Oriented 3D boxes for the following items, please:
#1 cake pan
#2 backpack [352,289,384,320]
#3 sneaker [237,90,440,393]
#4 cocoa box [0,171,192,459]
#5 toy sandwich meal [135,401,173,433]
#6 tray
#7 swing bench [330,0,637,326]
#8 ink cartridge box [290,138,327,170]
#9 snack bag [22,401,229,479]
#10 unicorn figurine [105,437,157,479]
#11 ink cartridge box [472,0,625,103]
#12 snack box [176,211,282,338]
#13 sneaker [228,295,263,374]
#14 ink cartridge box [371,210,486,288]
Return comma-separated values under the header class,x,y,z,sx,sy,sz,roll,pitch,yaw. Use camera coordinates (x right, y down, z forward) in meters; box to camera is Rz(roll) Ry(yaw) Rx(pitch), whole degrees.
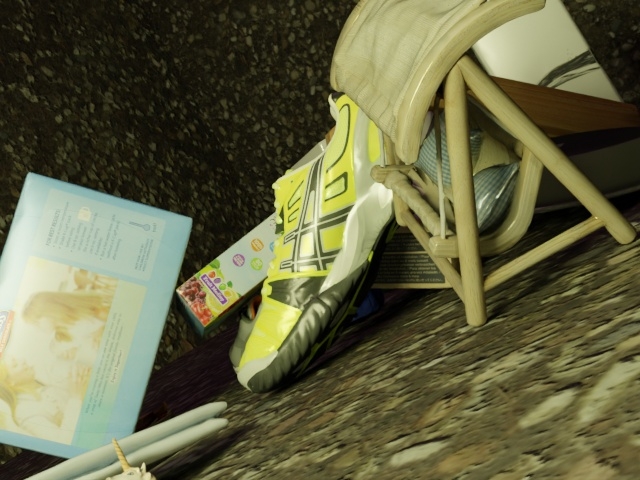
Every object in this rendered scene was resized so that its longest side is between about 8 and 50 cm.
class,x,y,z,sx,sy,sz,roll,pitch,yaw
cake pan,0.275,-0.085,1.112,0.293,0.054,0.293,-12,9,2
backpack,0.030,0.062,1.352,0.101,0.120,0.098,-17,-9,-45
sneaker,0.000,0.000,1.084,0.384,0.147,0.145,-60,-11,-2
cocoa box,-0.334,0.112,1.267,0.232,0.347,0.228,16,-9,-11
toy sandwich meal,-0.274,0.284,1.455,0.086,0.029,0.085,-29,0,0
tray,0.237,-0.140,1.293,0.411,0.076,0.203,5,-26,-29
swing bench,0.122,-0.106,0.844,0.165,0.254,0.253,-30,25,1
ink cartridge box,0.079,-0.059,1.693,0.117,0.283,0.207,-29,0,-19
snack bag,-0.291,0.264,0.855,0.343,0.037,0.323,-35,-12,36
unicorn figurine,-0.137,0.202,0.675,0.162,0.060,0.111,-7,15,41
ink cartridge box,0.390,-0.294,1.612,0.166,0.394,0.285,-32,-1,14
snack box,-0.106,0.044,1.303,0.207,0.070,0.174,-38,-4,-15
sneaker,-0.077,0.132,1.326,0.100,0.108,0.271,-31,0,-24
ink cartridge box,0.125,-0.007,1.246,0.193,0.088,0.235,-1,15,27
